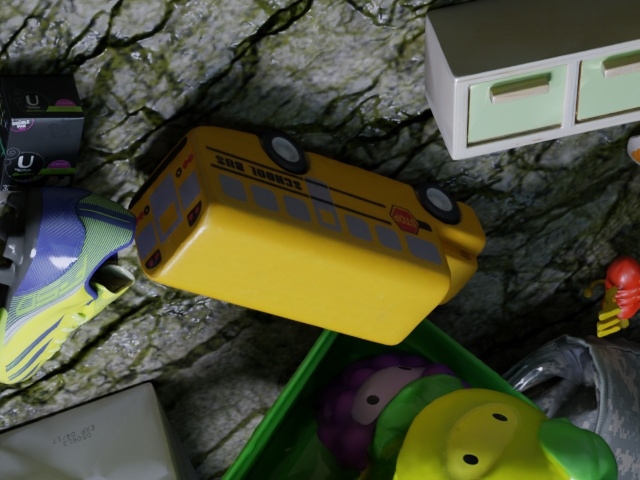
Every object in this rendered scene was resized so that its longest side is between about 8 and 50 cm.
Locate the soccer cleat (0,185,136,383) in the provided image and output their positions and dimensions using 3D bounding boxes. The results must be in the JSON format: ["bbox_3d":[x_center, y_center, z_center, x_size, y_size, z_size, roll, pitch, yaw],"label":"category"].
[{"bbox_3d":[-0.224,0.051,1.680,0.121,0.093,0.289,7,149,-13],"label":"soccer cleat"}]

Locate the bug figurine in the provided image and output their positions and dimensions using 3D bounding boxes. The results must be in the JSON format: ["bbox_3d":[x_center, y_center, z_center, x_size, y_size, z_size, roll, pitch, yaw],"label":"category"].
[{"bbox_3d":[0.387,-0.007,1.913,0.279,0.072,0.216,-16,147,-11],"label":"bug figurine"}]

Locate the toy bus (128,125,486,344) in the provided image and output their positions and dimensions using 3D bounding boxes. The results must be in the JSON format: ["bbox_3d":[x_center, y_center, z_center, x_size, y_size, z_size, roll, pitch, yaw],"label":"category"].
[{"bbox_3d":[0.000,0.000,1.722,0.333,0.130,0.108,17,129,-36],"label":"toy bus"}]

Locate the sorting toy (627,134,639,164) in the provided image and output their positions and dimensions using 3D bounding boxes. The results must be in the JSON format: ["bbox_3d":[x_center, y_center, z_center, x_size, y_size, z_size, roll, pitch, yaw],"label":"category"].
[{"bbox_3d":[0.327,-0.099,1.802,0.083,0.045,0.075,-17,145,-3],"label":"sorting toy"}]

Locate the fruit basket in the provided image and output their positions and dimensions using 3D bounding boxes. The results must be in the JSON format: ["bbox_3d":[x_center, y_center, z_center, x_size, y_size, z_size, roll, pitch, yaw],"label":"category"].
[{"bbox_3d":[0.079,0.219,1.770,0.283,0.392,0.392,37,123,-3],"label":"fruit basket"}]

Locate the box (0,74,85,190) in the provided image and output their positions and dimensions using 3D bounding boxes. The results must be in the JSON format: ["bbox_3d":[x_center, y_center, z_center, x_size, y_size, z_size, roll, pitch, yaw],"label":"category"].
[{"bbox_3d":[-0.229,-0.086,1.593,0.062,0.052,0.083,-3,137,-20],"label":"box"}]

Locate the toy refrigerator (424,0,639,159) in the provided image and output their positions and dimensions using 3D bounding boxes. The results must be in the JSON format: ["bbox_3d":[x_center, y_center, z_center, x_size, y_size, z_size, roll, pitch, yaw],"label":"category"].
[{"bbox_3d":[0.230,-0.154,1.665,0.269,0.094,0.102,-12,140,-8],"label":"toy refrigerator"}]

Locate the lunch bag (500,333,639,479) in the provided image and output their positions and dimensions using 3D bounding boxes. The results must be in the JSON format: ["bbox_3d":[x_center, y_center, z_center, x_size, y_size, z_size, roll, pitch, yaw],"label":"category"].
[{"bbox_3d":[0.265,0.230,2.030,0.235,0.169,0.287,14,97,-52],"label":"lunch bag"}]

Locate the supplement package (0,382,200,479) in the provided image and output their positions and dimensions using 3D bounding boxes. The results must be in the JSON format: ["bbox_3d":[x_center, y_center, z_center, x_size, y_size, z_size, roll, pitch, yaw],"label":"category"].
[{"bbox_3d":[-0.193,0.313,1.971,0.177,0.175,0.293,-20,141,0],"label":"supplement package"}]
